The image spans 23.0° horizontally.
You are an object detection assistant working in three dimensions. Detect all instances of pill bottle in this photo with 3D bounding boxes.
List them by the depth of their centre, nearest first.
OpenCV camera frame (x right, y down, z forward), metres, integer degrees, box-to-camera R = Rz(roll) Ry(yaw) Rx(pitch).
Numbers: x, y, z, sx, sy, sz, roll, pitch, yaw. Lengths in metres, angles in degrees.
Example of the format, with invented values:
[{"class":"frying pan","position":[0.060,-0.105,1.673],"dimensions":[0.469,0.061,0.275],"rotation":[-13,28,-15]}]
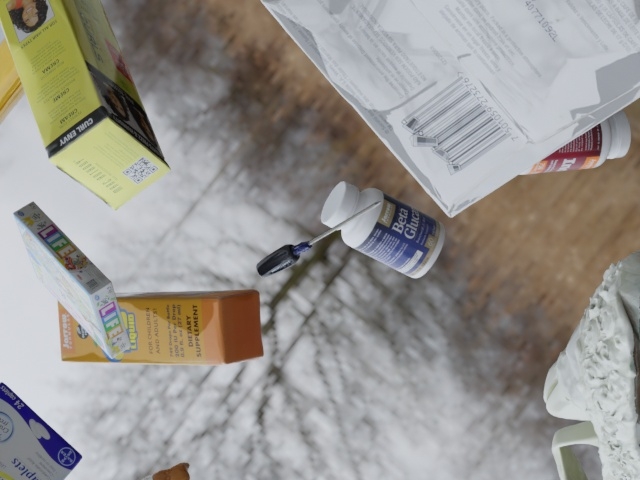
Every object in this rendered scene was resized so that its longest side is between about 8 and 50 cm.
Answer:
[{"class":"pill bottle","position":[0.317,-0.132,2.024],"dimensions":[0.152,0.086,0.086],"rotation":[-6,-160,-17]},{"class":"pill bottle","position":[0.090,-0.020,2.315],"dimensions":[0.169,0.094,0.094],"rotation":[26,-173,-18]}]

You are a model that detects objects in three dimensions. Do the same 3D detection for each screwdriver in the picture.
[{"class":"screwdriver","position":[0.000,0.000,1.653],"dimensions":[0.025,0.170,0.024],"rotation":[58,-150,-12]}]

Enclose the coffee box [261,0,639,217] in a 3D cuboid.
[{"class":"coffee box","position":[0.202,-0.299,1.813],"dimensions":[0.337,0.338,0.334],"rotation":[49,-150,-12]}]

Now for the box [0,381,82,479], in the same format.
[{"class":"box","position":[-0.353,0.248,1.707],"dimensions":[0.126,0.137,0.072],"rotation":[44,147,-8]}]

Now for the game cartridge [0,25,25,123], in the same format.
[{"class":"game cartridge","position":[-0.414,-0.227,1.582],"dimensions":[0.285,0.324,0.052],"rotation":[48,-152,6]}]

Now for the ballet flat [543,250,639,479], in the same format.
[{"class":"ballet flat","position":[0.291,0.188,1.578],"dimensions":[0.147,0.147,0.409],"rotation":[42,154,51]}]

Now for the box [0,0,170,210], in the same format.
[{"class":"box","position":[-0.188,-0.136,1.184],"dimensions":[0.087,0.058,0.232],"rotation":[41,-162,-50]}]

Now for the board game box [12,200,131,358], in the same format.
[{"class":"board game box","position":[-0.257,0.040,1.628],"dimensions":[0.154,0.026,0.103],"rotation":[42,154,35]}]

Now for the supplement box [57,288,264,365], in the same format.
[{"class":"supplement box","position":[-0.177,0.095,1.719],"dimensions":[0.233,0.078,0.080],"rotation":[-3,-177,35]}]

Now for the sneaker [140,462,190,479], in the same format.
[{"class":"sneaker","position":[-0.093,0.359,1.650],"dimensions":[0.290,0.123,0.106],"rotation":[53,-176,-15]}]
